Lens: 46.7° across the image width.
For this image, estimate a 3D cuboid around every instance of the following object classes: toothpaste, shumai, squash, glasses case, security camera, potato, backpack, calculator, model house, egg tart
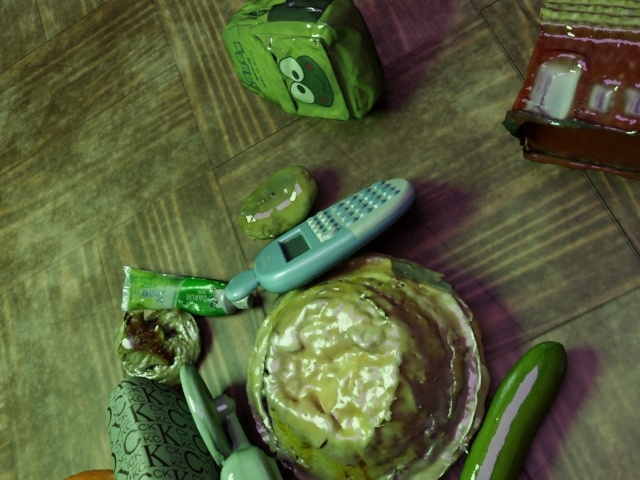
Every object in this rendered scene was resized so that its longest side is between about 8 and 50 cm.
[{"bbox_3d":[-0.217,0.085,1.173,0.248,0.047,0.078,4,90,26],"label":"toothpaste"},{"bbox_3d":[-0.259,0.174,1.135,0.123,0.105,0.139,44,120,23],"label":"shumai"},{"bbox_3d":[0.228,0.237,0.907,0.069,0.069,0.258,24,82,29],"label":"squash"},{"bbox_3d":[-0.198,0.308,0.972,0.085,0.137,0.354,-49,35,10],"label":"glasses case"},{"bbox_3d":[-0.105,0.288,0.990,0.080,0.157,0.301,-27,60,-7],"label":"security camera"},{"bbox_3d":[-0.064,-0.055,1.142,0.138,0.070,0.091,-34,55,7],"label":"potato"},{"bbox_3d":[-0.027,-0.288,1.142,0.253,0.207,0.140,14,55,36],"label":"backpack"},{"bbox_3d":[0.000,0.000,1.043,0.303,0.042,0.188,-33,16,1],"label":"calculator"},{"bbox_3d":[0.375,-0.225,0.965,0.196,0.160,0.253,15,76,27],"label":"model house"},{"bbox_3d":[0.040,0.167,0.966,0.352,0.150,0.351,-8,73,26],"label":"egg tart"}]

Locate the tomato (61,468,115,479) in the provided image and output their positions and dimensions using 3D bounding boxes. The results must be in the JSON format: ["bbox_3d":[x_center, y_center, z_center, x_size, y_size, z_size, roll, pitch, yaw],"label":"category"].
[{"bbox_3d":[-0.299,0.442,0.997,0.260,0.180,0.259,-7,70,19],"label":"tomato"}]
